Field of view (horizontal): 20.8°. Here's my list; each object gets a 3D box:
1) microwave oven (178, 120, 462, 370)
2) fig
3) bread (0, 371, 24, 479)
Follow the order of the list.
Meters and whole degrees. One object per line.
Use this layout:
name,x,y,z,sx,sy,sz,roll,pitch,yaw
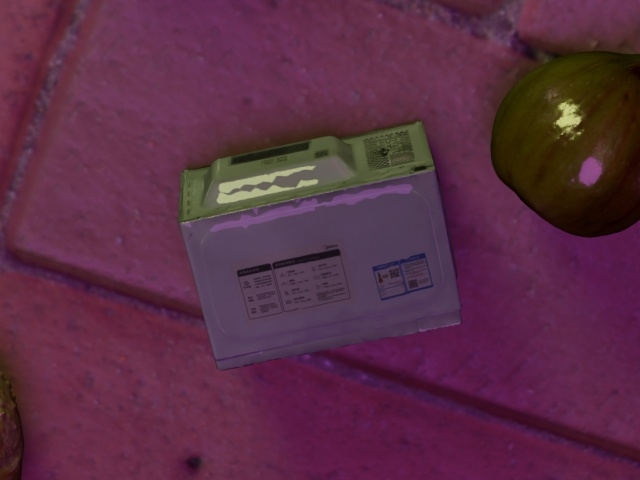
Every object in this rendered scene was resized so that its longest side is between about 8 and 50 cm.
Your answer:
microwave oven,0.000,0.000,1.432,0.208,0.122,0.162,-11,114,2
fig,0.231,-0.089,1.391,0.148,0.142,0.186,17,129,-38
bread,-0.406,0.187,1.479,0.305,0.159,0.305,0,113,-1
